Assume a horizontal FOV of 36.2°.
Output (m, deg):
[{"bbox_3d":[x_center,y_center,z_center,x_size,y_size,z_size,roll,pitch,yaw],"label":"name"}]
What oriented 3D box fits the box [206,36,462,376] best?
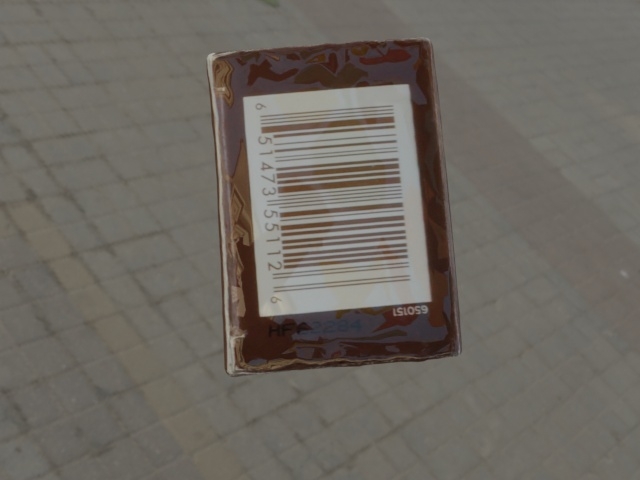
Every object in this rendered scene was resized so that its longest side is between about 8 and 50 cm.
[{"bbox_3d":[0.000,0.000,0.727,0.143,0.381,0.191,-5,82,-1],"label":"box"}]
